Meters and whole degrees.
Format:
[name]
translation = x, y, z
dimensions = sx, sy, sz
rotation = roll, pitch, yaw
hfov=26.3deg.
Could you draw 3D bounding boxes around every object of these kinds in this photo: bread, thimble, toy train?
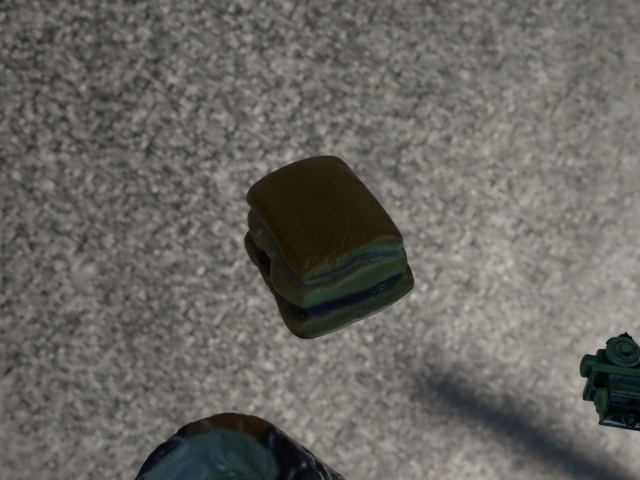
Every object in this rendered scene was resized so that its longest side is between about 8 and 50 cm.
[bread]
translation = 0.000, 0.000, 1.189
dimensions = 0.116, 0.200, 0.077
rotation = -19, 122, -9
[thimble]
translation = -0.081, 0.289, 1.281
dimensions = 0.237, 0.237, 0.150
rotation = -52, 134, -8
[toy train]
translation = 0.351, 0.158, 1.402
dimensions = 0.111, 0.171, 0.071
rotation = -81, 180, -47
